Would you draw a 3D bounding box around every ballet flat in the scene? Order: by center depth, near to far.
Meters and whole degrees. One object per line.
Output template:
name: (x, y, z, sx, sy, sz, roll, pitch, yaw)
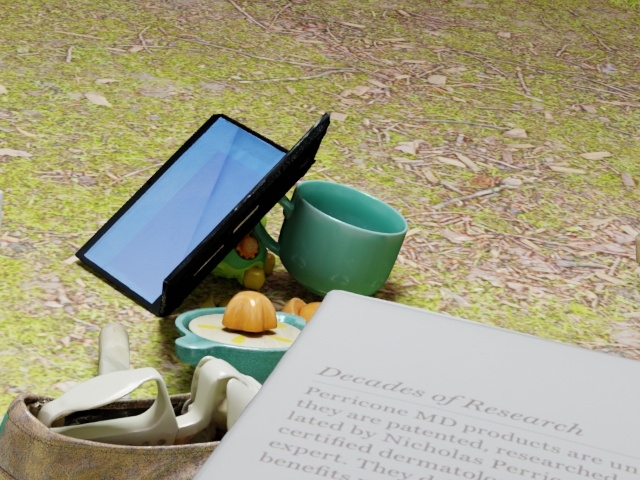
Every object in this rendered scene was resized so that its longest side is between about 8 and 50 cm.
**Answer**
ballet flat: (-0.120, 0.156, 1.373, 0.316, 0.106, 0.107, -5, 25, -30)

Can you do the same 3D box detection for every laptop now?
laptop: (-0.127, -0.051, 1.675, 0.136, 0.234, 0.264, 42, -14, 4)

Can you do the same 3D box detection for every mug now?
mug: (0.007, 0.000, 1.782, 0.158, 0.097, 0.129, 26, 21, 17)

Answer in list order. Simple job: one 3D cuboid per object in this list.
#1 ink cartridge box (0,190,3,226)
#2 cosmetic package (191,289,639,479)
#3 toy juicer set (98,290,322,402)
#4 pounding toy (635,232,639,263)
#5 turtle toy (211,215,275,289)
ink cartridge box: (-0.399, 0.023, 1.549, 0.082, 0.139, 0.191, 21, 26, 32)
cosmetic package: (0.086, 0.272, 0.874, 0.327, 0.329, 0.393, 12, 22, 11)
toy juicer set: (-0.087, 0.082, 1.549, 0.329, 0.089, 0.209, 0, 15, -29)
pounding toy: (0.466, 0.043, 1.884, 0.206, 0.094, 0.181, 7, 25, 21)
turtle toy: (-0.095, 0.001, 1.806, 0.095, 0.066, 0.130, 12, 23, 9)
